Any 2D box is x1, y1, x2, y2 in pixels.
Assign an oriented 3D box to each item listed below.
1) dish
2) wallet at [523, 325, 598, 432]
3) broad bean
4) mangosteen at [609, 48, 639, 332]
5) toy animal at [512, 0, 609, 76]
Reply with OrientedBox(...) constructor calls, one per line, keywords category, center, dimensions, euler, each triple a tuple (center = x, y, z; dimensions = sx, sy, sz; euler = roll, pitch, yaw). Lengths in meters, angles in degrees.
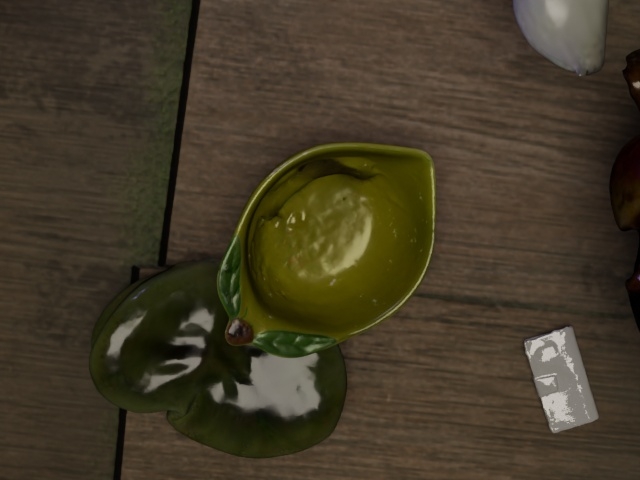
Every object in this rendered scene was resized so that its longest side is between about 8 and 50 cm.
OrientedBox(category="dish", center=(0.000, 0.000, 1.090), dimensions=(0.207, 0.080, 0.149), euler=(-40, 106, -2))
OrientedBox(category="wallet", center=(0.197, 0.113, 1.150), dimensions=(0.044, 0.011, 0.083), euler=(-18, 100, 2))
OrientedBox(category="broad bean", center=(-0.080, 0.093, 1.122), dimensions=(0.206, 0.072, 0.153), euler=(13, 100, -14))
OrientedBox(category="mangosteen", center=(0.350, -0.017, 0.987), dimensions=(0.307, 0.307, 0.347), euler=(-37, 94, 5))
OrientedBox(category="toy animal", center=(0.148, -0.306, 0.965), dimensions=(0.196, 0.241, 0.368), euler=(-31, 98, 6))
